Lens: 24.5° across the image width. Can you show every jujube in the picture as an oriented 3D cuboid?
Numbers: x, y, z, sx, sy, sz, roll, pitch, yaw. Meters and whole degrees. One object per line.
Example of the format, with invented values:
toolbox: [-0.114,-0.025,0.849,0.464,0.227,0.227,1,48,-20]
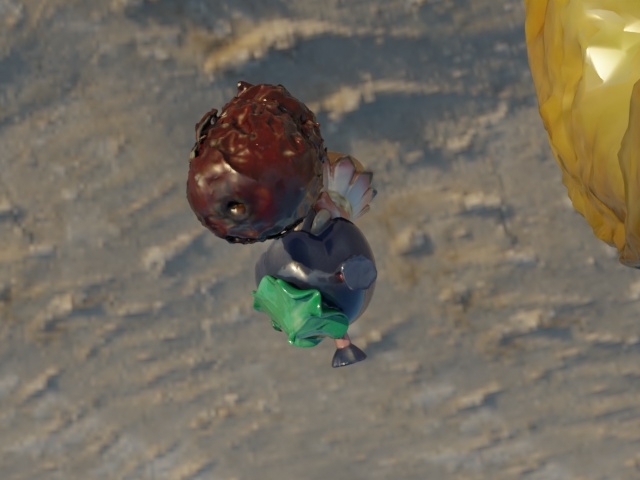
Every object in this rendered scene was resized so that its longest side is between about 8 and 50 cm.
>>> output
jujube: [-0.040,-0.056,1.071,0.104,0.166,0.104,8,120,13]

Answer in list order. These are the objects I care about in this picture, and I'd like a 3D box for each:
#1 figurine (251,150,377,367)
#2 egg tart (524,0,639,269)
figurine: [0.000,0.000,1.180,0.102,0.195,0.111,2,139,6]
egg tart: [0.124,-0.094,0.349,0.129,0.341,0.341,-1,145,-6]
